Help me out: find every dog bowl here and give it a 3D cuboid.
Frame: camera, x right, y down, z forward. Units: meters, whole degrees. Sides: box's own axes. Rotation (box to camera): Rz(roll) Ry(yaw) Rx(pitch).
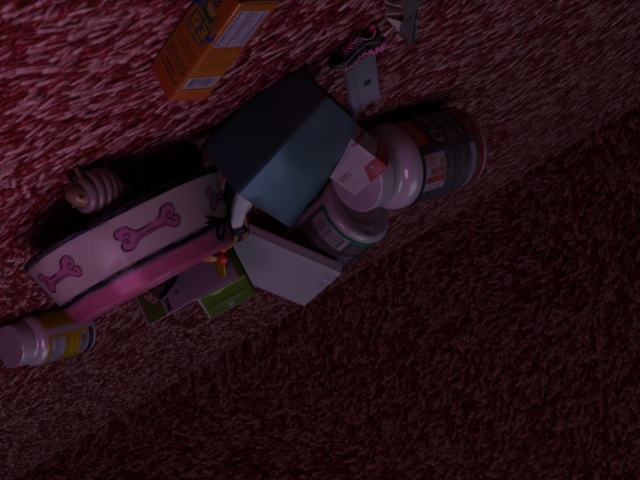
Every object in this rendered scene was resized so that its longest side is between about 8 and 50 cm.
[{"bbox_3d":[-0.345,0.018,1.860,0.408,0.150,0.408,-28,-179,0],"label":"dog bowl"}]

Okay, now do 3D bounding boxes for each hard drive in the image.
[{"bbox_3d":[-0.127,0.060,2.511,0.308,0.040,0.203,24,141,-20],"label":"hard drive"}]

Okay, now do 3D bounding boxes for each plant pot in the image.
[{"bbox_3d":[-0.063,-0.184,1.804,0.234,0.165,0.166,-47,139,9],"label":"plant pot"}]

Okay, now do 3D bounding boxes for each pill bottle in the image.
[{"bbox_3d":[0.212,-0.191,2.335,0.363,0.210,0.210,-19,163,-39],"label":"pill bottle"},{"bbox_3d":[0.000,0.000,2.619,0.204,0.204,0.361,-16,162,-46],"label":"pill bottle"},{"bbox_3d":[-0.641,0.226,2.280,0.119,0.119,0.208,-39,164,34],"label":"pill bottle"}]

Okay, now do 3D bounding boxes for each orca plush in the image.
[{"bbox_3d":[-0.130,-0.146,1.986,0.151,0.102,0.287,3,122,-22],"label":"orca plush"}]

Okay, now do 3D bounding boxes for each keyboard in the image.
[{"bbox_3d":[0.088,-0.323,2.013,0.072,0.014,0.256,-34,168,-2],"label":"keyboard"}]

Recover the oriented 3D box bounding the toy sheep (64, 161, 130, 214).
[{"bbox_3d":[-0.388,-0.088,1.703,0.132,0.091,0.091,-18,163,-42],"label":"toy sheep"}]

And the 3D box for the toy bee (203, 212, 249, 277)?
[{"bbox_3d":[-0.241,0.009,2.155,0.298,0.162,0.195,-46,139,-32],"label":"toy bee"}]

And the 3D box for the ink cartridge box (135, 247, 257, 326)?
[{"bbox_3d":[-0.310,0.100,2.322,0.255,0.188,0.097,-29,142,-3],"label":"ink cartridge box"}]

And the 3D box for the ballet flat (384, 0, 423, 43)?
[{"bbox_3d":[0.144,-0.414,1.704,0.068,0.072,0.213,-1,163,-3],"label":"ballet flat"}]

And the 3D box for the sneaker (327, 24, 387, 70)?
[{"bbox_3d":[0.062,-0.356,1.782,0.119,0.047,0.057,-30,145,-2],"label":"sneaker"}]

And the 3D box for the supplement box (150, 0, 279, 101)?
[{"bbox_3d":[-0.158,-0.301,1.419,0.080,0.078,0.233,-12,158,-44],"label":"supplement box"}]

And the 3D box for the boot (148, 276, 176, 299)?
[{"bbox_3d":[-0.352,0.021,2.260,0.219,0.106,0.082,-55,171,-20],"label":"boot"}]

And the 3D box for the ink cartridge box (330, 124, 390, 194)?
[{"bbox_3d":[0.039,-0.201,2.105,0.115,0.198,0.067,-39,-154,34],"label":"ink cartridge box"}]
